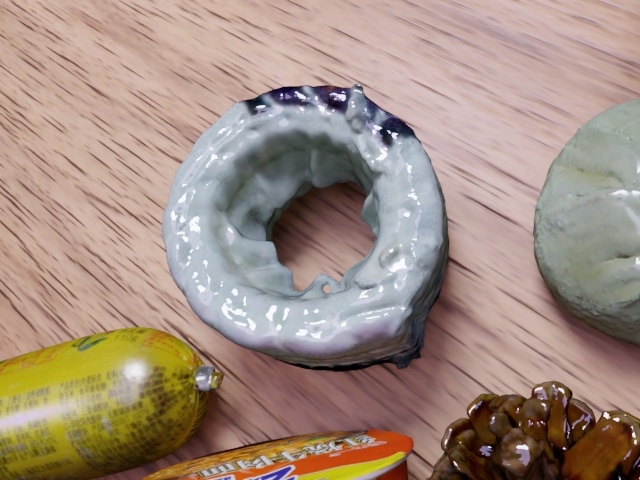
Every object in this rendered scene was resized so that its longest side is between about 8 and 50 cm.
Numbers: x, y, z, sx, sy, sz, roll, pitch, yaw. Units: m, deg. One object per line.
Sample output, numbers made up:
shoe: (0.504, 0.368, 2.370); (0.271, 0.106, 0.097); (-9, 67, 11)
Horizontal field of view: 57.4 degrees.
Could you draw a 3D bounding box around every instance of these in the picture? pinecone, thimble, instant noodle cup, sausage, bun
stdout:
pinecone: (0.152, 0.182, 0.371); (0.179, 0.195, 0.150); (-48, 20, -23)
thimble: (0.000, 0.000, 0.486); (0.237, 0.150, 0.238); (-4, 74, 16)
instant noodle cup: (-0.023, 0.241, 0.406); (0.213, 0.213, 0.174); (-12, 81, 14)
sausage: (-0.246, 0.160, 0.532); (0.346, 0.123, 0.123); (-17, 70, 12)
bun: (0.253, -0.019, 0.428); (0.195, 0.118, 0.196); (-4, 77, 18)
